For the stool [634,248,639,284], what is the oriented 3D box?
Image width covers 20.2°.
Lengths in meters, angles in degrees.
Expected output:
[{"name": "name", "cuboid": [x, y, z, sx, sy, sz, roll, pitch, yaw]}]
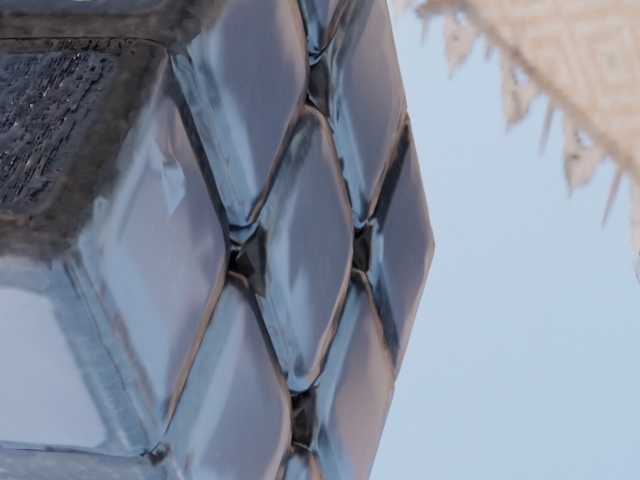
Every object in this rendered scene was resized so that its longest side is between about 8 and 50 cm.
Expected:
[{"name": "stool", "cuboid": [0.312, 0.010, 0.993, 0.170, 0.243, 0.269, 8, -144, -10]}]

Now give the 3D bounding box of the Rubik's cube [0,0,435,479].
[{"name": "Rubik's cube", "cuboid": [-0.140, -0.002, 0.743, 0.301, 0.303, 0.305, 4, -132, 19]}]
